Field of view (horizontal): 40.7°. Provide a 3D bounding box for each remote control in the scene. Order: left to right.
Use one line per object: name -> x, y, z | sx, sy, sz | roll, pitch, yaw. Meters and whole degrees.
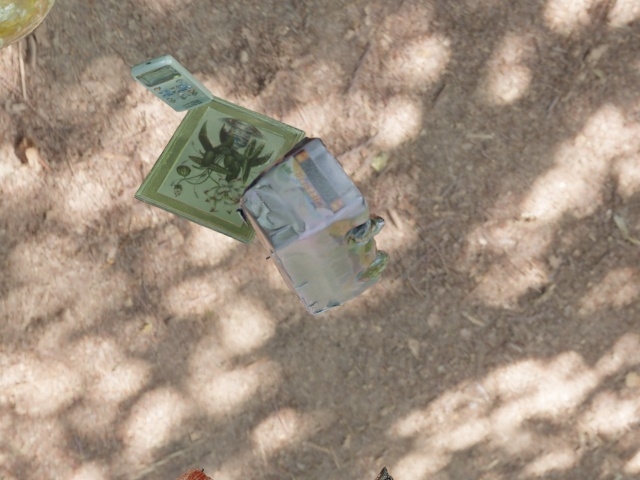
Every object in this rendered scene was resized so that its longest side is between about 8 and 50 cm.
remote control -> -0.168, -0.178, 0.984 | 0.053, 0.018, 0.124 | -15, 165, 12

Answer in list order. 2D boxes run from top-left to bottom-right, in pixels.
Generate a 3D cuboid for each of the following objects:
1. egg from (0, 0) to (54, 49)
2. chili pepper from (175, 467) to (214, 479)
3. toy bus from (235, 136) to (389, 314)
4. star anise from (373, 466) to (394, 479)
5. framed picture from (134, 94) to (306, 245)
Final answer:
egg -> -0.503, -0.368, 1.245 | 0.245, 0.203, 0.203 | -17, 123, -21
chili pepper -> -0.158, 0.306, 0.811 | 0.192, 0.084, 0.086 | -45, 116, -47
toy bus -> 0.000, 0.000, 1.045 | 0.138, 0.112, 0.317 | -34, 159, -5
star anise -> 0.057, 0.311, 0.870 | 0.057, 0.168, 0.168 | 2, 119, -3
framed picture -> -0.134, -0.107, 1.208 | 0.173, 0.231, 0.010 | 21, 141, 1
